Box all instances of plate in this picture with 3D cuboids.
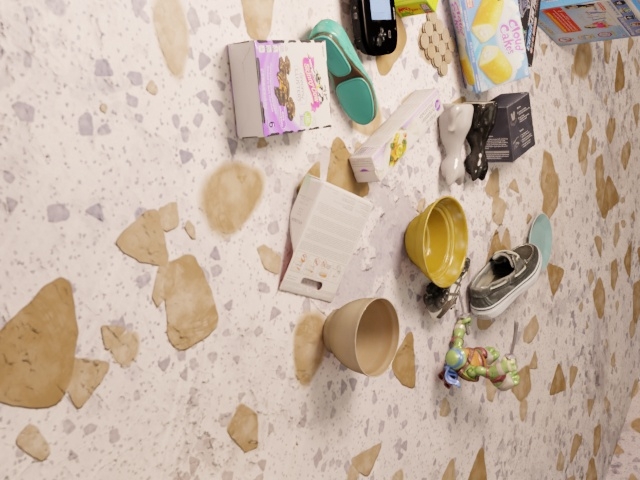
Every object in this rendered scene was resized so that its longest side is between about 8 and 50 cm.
[{"bbox_3d":[0.692,0.006,2.392,0.188,0.024,0.188,-7,99,-52],"label":"plate"}]

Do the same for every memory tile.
[{"bbox_3d":[0.287,-0.484,1.851,0.148,0.012,0.113,39,62,-47],"label":"memory tile"}]

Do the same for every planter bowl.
[{"bbox_3d":[0.262,0.001,1.789,0.217,0.090,0.217,-6,98,-51],"label":"planter bowl"},{"bbox_3d":[0.075,0.193,1.549,0.162,0.109,0.162,-4,94,-52],"label":"planter bowl"}]

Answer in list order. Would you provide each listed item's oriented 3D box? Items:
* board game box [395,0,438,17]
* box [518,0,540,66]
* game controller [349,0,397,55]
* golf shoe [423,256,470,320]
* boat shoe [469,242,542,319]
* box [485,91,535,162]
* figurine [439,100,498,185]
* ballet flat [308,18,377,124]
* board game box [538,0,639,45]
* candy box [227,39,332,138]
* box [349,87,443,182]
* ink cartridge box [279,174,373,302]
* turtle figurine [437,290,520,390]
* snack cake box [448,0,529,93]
[{"bbox_3d":[0.233,-0.599,1.709,0.043,0.092,0.181,36,65,-48],"label":"board game box"},{"bbox_3d":[0.521,-0.672,2.088,0.293,0.073,0.296,23,75,-51],"label":"box"},{"bbox_3d":[0.108,-0.550,1.575,0.166,0.067,0.319,-23,111,-49],"label":"game controller"},{"bbox_3d":[0.316,0.118,1.894,0.198,0.077,0.094,-47,142,-34],"label":"golf shoe"},{"bbox_3d":[0.524,0.086,2.104,0.335,0.121,0.119,-42,128,-40],"label":"boat shoe"},{"bbox_3d":[0.517,-0.315,2.091,0.156,0.093,0.158,-34,119,-45],"label":"box"},{"bbox_3d":[0.372,-0.246,1.923,0.215,0.092,0.209,-16,109,-49],"label":"figurine"},{"bbox_3d":[0.057,-0.346,1.517,0.247,0.083,0.087,54,38,-41],"label":"ballet flat"},{"bbox_3d":[0.821,-0.698,2.283,0.308,0.302,0.086,13,82,-52],"label":"board game box"},{"bbox_3d":[-0.069,-0.277,1.364,0.196,0.070,0.165,-19,107,-49],"label":"candy box"},{"bbox_3d":[0.175,-0.239,1.682,0.324,0.067,0.063,-49,129,-39],"label":"box"},{"bbox_3d":[0.000,0.000,1.506,0.181,0.056,0.225,20,95,-51],"label":"ink cartridge box"},{"bbox_3d":[0.439,0.276,1.952,0.266,0.197,0.275,34,69,-52],"label":"turtle figurine"},{"bbox_3d":[0.423,-0.525,1.902,0.152,0.089,0.264,-19,113,-4],"label":"snack cake box"}]
